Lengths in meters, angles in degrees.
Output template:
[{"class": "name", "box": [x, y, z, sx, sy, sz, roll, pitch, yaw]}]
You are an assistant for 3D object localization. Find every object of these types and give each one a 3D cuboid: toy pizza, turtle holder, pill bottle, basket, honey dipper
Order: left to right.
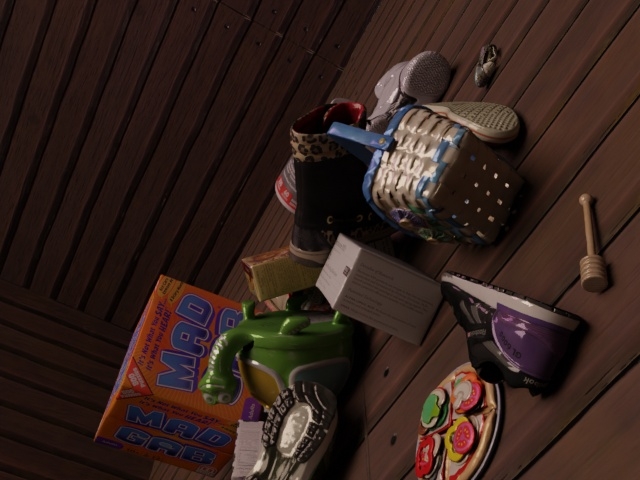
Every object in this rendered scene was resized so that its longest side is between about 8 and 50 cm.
[{"class": "turtle holder", "box": [-0.069, 0.251, 1.400, 0.320, 0.243, 0.228, -14, -74, -62]}, {"class": "pill bottle", "box": [0.022, -0.252, 2.107, 0.363, 0.210, 0.210, -55, 16, 37]}, {"class": "basket", "box": [0.167, -0.113, 1.140, 0.201, 0.254, 0.289, -60, 34, 2]}, {"class": "toy pizza", "box": [0.183, 0.262, 0.946, 0.201, 0.032, 0.201, -59, 15, 25]}, {"class": "honey dipper", "box": [0.339, -0.004, 0.842, 0.030, 0.030, 0.161, -51, 16, 46]}]

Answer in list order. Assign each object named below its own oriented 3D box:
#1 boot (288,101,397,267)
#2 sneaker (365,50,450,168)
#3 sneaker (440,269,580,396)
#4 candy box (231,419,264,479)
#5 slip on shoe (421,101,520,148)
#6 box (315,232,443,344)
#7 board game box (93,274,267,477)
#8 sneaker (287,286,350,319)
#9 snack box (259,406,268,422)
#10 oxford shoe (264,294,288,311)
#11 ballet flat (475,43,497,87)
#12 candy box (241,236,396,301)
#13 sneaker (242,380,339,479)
[{"class": "boot", "box": [0.073, -0.139, 1.372, 0.377, 0.138, 0.284, -29, -52, -37]}, {"class": "sneaker", "box": [0.192, -0.322, 1.759, 0.366, 0.137, 0.210, -58, 14, 8]}, {"class": "sneaker", "box": [0.222, 0.121, 0.910, 0.283, 0.107, 0.124, -154, 83, -77]}, {"class": "candy box", "box": [-0.175, 0.556, 1.599, 0.196, 0.070, 0.165, -96, 12, -66]}, {"class": "slip on shoe", "box": [0.282, -0.210, 1.297, 0.331, 0.123, 0.101, -135, 39, -71]}, {"class": "box", "box": [0.106, 0.085, 1.237, 0.119, 0.181, 0.181, -64, 13, 4]}, {"class": "board game box", "box": [-0.368, 0.385, 1.875, 0.356, 0.356, 0.356, -54, 20, 43]}, {"class": "sneaker", "box": [-0.004, 0.113, 1.680, 0.270, 0.145, 0.090, -97, 31, -66]}, {"class": "snack box", "box": [-0.143, 0.410, 1.871, 0.322, 0.060, 0.187, -41, 29, 61]}, {"class": "oxford shoe", "box": [-0.060, 0.167, 1.872, 0.146, 0.140, 0.397, -56, 24, 10]}, {"class": "ballet flat", "box": [0.355, -0.375, 1.428, 0.041, 0.041, 0.114, -43, 26, 58]}, {"class": "candy box", "box": [-0.009, 0.045, 1.521, 0.183, 0.316, 0.088, -164, 58, -76]}, {"class": "sneaker", "box": [-0.060, 0.481, 1.280, 0.158, 0.182, 0.410, 21, 75, 33]}]
